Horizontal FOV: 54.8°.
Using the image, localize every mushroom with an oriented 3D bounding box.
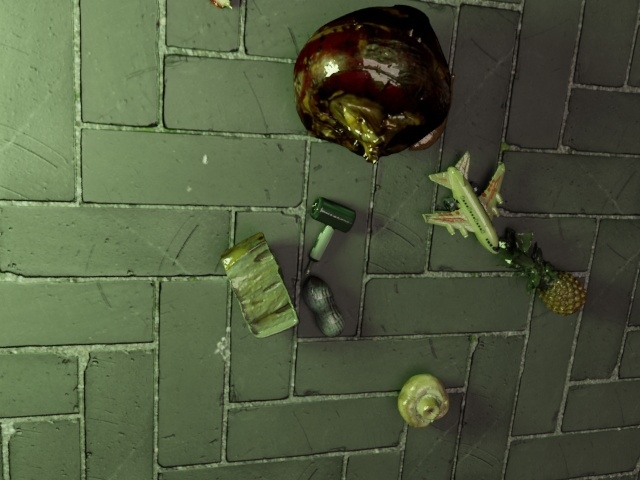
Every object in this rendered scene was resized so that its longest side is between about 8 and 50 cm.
[{"bbox_3d":[0.270,0.421,1.621,0.147,0.112,0.148,-5,114,-11],"label":"mushroom"}]

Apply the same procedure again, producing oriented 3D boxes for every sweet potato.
[{"bbox_3d":[0.273,-0.289,1.455,0.068,0.068,0.226,34,80,-21],"label":"sweet potato"}]

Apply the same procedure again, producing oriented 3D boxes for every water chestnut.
[{"bbox_3d":[0.103,-0.292,1.267,0.334,0.335,0.347,15,65,-19],"label":"water chestnut"}]

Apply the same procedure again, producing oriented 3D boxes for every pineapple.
[{"bbox_3d":[0.578,0.081,1.614,0.277,0.119,0.130,36,112,-19],"label":"pineapple"}]

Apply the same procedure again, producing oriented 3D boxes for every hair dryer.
[{"bbox_3d":[0.000,0.000,1.465,0.100,0.057,0.198,20,104,-18],"label":"hair dryer"}]

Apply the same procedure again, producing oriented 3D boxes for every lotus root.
[{"bbox_3d":[-0.139,0.096,1.405,0.118,0.138,0.235,-21,110,-3],"label":"lotus root"}]

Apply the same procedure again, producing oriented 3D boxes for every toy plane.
[{"bbox_3d":[0.372,-0.079,1.516,0.241,0.104,0.256,-33,111,-8],"label":"toy plane"}]

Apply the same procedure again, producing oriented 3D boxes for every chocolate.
[{"bbox_3d":[0.008,0.163,1.498,0.072,0.072,0.167,-27,113,-7],"label":"chocolate"}]

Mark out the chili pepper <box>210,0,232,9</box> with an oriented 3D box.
[{"bbox_3d":[-0.244,-0.537,1.256,0.178,0.027,0.045,43,86,-22],"label":"chili pepper"}]
